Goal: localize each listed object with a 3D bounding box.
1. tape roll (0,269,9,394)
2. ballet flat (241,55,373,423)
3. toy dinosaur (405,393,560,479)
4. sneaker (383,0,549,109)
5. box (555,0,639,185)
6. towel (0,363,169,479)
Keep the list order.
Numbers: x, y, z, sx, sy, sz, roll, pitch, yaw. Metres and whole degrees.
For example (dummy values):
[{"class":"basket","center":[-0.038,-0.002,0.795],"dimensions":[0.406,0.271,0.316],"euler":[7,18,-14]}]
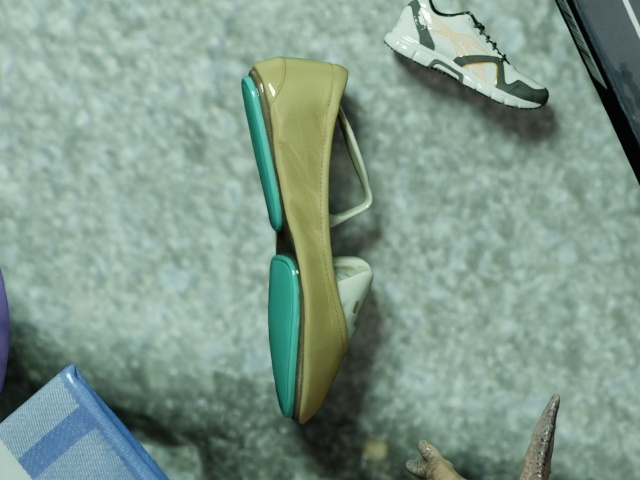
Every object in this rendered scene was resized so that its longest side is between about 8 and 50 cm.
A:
[{"class":"tape roll","center":[-0.332,0.058,1.129],"dimensions":[0.275,0.090,0.275],"euler":[-3,79,14]},{"class":"ballet flat","center":[0.000,0.000,1.167],"dimensions":[0.073,0.080,0.232],"euler":[-8,101,-12]},{"class":"toy dinosaur","center":[0.050,0.225,1.130],"dimensions":[0.295,0.200,0.127],"euler":[-38,91,17]},{"class":"sneaker","center":[0.096,-0.116,1.160],"dimensions":[0.109,0.040,0.044],"euler":[27,98,-3]},{"class":"box","center":[0.275,-0.190,1.069],"dimensions":[0.294,0.183,0.296],"euler":[-25,100,7]},{"class":"towel","center":[-0.177,0.235,1.079],"dimensions":[0.285,0.034,0.209],"euler":[-42,86,14]}]
